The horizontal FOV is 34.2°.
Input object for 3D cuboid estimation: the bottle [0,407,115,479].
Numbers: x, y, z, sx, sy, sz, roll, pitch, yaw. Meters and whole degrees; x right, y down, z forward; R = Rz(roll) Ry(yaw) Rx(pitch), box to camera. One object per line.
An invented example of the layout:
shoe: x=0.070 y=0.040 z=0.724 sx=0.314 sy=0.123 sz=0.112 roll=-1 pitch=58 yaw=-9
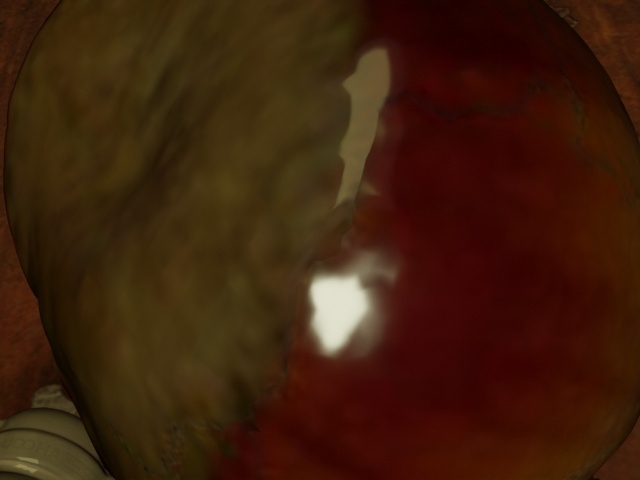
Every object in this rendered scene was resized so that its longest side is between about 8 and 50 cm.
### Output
bottle: x=-0.179 y=0.195 z=0.595 sx=0.110 sy=0.097 sz=0.209 roll=24 pitch=44 yaw=-7

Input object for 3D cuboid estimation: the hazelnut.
hazelnut: x=0.000 y=0.000 z=0.604 sx=0.359 sy=0.359 sz=0.409 roll=-23 pitch=38 yaw=-11
